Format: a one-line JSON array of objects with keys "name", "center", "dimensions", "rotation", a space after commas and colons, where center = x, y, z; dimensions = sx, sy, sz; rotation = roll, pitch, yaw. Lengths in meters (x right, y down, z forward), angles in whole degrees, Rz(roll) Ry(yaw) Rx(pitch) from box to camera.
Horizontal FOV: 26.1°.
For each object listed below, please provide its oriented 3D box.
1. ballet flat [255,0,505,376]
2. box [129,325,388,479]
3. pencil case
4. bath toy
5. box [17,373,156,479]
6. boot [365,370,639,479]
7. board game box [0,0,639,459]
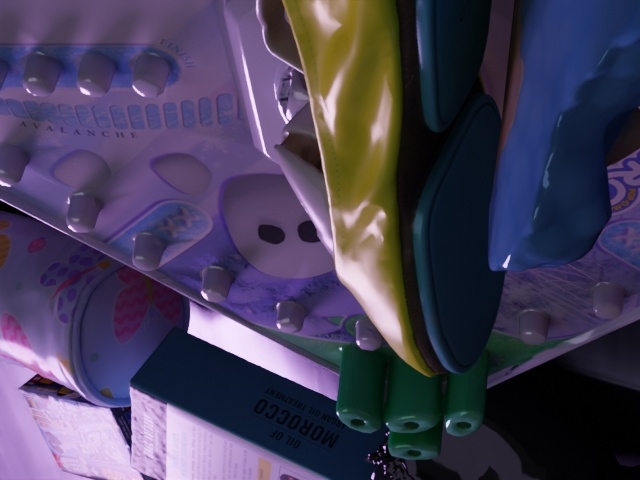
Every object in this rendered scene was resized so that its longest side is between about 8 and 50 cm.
[{"name": "ballet flat", "center": [0.019, -0.043, 0.452], "dimensions": [0.077, 0.077, 0.231], "rotation": [19, 146, 22]}, {"name": "box", "center": [-0.009, 0.154, 0.924], "dimensions": [0.244, 0.060, 0.100], "rotation": [24, 138, 15]}, {"name": "pencil case", "center": [-0.223, 0.042, 1.035], "dimensions": [0.273, 0.113, 0.124], "rotation": [12, 150, 40]}, {"name": "bath toy", "center": [0.227, -0.026, 0.377], "dimensions": [0.348, 0.129, 0.151], "rotation": [8, 176, 0]}, {"name": "box", "center": [-0.195, 0.166, 1.189], "dimensions": [0.137, 0.027, 0.094], "rotation": [4, 124, 44]}, {"name": "boot", "center": [0.140, 0.123, 0.745], "dimensions": [0.207, 0.094, 0.246], "rotation": [44, 137, 14]}, {"name": "board game box", "center": [0.024, -0.053, 0.531], "dimensions": [0.390, 0.050, 0.390], "rotation": [30, 139, -27]}]
